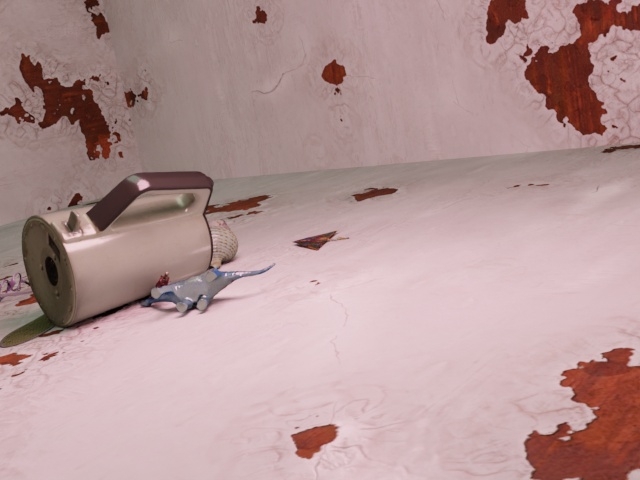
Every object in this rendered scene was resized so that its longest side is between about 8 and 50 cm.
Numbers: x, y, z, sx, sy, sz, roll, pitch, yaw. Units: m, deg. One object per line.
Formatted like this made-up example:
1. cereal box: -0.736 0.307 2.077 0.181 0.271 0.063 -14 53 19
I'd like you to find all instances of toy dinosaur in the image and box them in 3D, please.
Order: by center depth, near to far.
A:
1. toy dinosaur: -0.263 0.108 1.599 0.329 0.076 0.144 -19 3 14

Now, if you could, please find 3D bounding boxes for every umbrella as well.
1. umbrella: -0.353 0.103 1.681 0.027 0.025 0.165 -46 0 -29

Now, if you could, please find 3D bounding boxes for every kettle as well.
1. kettle: -0.438 -0.012 1.719 0.377 0.361 0.250 -17 54 -41

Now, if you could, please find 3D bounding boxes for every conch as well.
1. conch: -0.288 0.021 1.978 0.135 0.102 0.153 -22 7 24

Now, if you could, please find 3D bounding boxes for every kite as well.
1. kite: 0.000 0.000 2.018 0.159 0.010 0.190 -5 15 20

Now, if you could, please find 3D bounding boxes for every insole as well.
1. insole: -0.630 0.183 1.734 0.109 0.007 0.322 -8 13 12

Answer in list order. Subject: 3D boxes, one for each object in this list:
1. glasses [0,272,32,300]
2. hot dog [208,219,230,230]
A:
1. glasses: -0.804 0.135 2.074 0.104 0.062 0.140 12 13 1
2. hot dog: -0.369 -0.015 2.311 0.191 0.059 0.108 -17 15 -21
